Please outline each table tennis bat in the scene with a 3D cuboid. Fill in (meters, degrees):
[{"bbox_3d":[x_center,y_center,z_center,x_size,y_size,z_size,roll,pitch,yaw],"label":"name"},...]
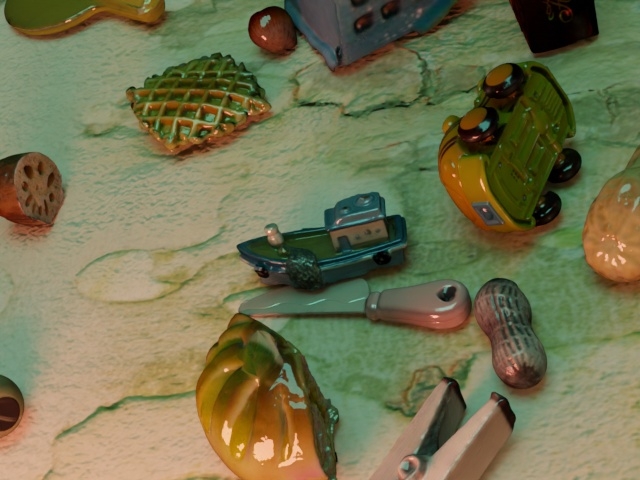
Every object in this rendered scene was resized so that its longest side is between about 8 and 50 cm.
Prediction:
[{"bbox_3d":[-0.428,-0.449,2.321,0.369,0.054,0.224,14,56,33],"label":"table tennis bat"}]

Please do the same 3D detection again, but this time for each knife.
[{"bbox_3d":[0.043,0.077,1.721,0.336,0.043,0.081,2,46,23],"label":"knife"}]

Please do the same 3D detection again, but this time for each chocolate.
[{"bbox_3d":[0.240,0.115,1.598,0.072,0.072,0.167,-17,51,5],"label":"chocolate"}]

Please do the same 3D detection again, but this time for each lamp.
[{"bbox_3d":[-0.480,0.221,1.760,0.163,0.091,0.091,13,55,47],"label":"lamp"}]

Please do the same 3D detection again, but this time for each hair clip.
[{"bbox_3d":[0.097,0.307,1.475,0.101,0.085,0.331,25,65,36],"label":"hair clip"}]

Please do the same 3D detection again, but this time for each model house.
[{"bbox_3d":[0.090,-0.458,2.044,0.303,0.215,0.237,-27,47,-9],"label":"model house"}]

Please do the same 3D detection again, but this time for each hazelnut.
[{"bbox_3d":[-0.079,-0.347,2.096,0.086,0.086,0.086,-10,49,11],"label":"hazelnut"}]

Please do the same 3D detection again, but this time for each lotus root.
[{"bbox_3d":[-0.467,-0.084,1.979,0.081,0.122,0.112,0,76,27],"label":"lotus root"}]

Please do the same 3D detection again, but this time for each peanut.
[{"bbox_3d":[0.430,-0.059,1.643,0.124,0.123,0.256,22,63,32],"label":"peanut"}]

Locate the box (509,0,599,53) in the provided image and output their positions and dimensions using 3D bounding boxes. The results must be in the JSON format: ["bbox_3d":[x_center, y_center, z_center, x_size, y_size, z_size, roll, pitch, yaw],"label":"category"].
[{"bbox_3d":[0.313,-0.519,1.978,0.116,0.264,0.415,-17,46,5],"label":"box"}]

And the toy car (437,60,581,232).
[{"bbox_3d":[0.244,-0.127,1.733,0.142,0.200,0.248,-3,45,46],"label":"toy car"}]

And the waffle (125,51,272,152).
[{"bbox_3d":[-0.202,-0.229,2.049,0.208,0.054,0.214,-27,45,-9],"label":"waffle"}]

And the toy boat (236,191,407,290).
[{"bbox_3d":[0.000,0.000,1.751,0.238,0.098,0.109,-13,31,9],"label":"toy boat"}]

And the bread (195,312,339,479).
[{"bbox_3d":[-0.074,0.211,1.572,0.156,0.158,0.261,-45,49,-15],"label":"bread"}]
